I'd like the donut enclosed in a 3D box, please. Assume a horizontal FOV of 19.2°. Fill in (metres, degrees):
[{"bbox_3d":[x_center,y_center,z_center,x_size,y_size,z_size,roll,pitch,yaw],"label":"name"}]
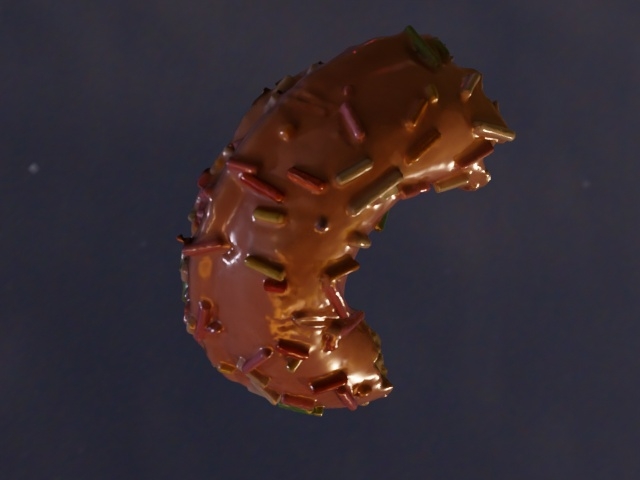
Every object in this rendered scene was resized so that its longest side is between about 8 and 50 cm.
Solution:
[{"bbox_3d":[0.000,0.000,0.728,0.117,0.166,0.065,-9,-146,-41],"label":"donut"}]
